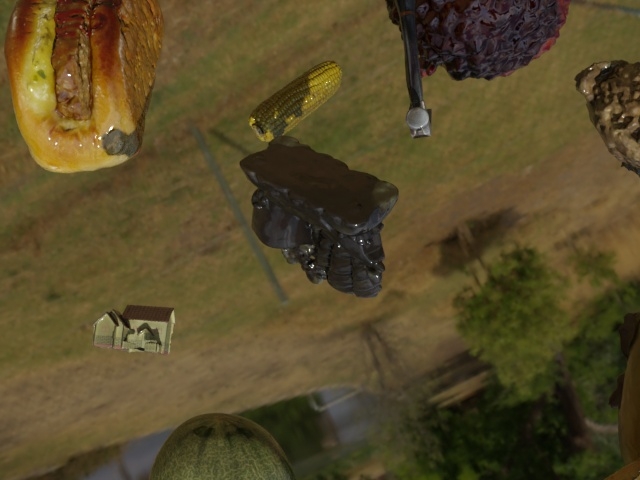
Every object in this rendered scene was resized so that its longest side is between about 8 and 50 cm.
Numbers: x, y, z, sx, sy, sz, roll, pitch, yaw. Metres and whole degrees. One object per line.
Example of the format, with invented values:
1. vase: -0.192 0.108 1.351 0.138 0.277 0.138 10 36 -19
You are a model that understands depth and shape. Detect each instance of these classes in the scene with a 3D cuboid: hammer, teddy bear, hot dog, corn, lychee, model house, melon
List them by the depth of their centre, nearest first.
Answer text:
1. model house: -0.220 0.103 1.146 0.083 0.058 0.057 4 168 11
2. teddy bear: 0.462 -0.115 1.180 0.222 0.246 0.296 -28 138 8
3. hammer: 0.131 -0.289 1.406 0.037 0.290 0.137 -7 174 8
4. melon: -0.146 0.411 1.467 0.237 0.302 0.237 -4 -171 1
5. hot dog: -0.385 -0.313 1.592 0.185 0.405 0.223 -8 138 11
6. corn: -0.043 -0.277 1.909 0.231 0.080 0.080 -39 172 -22
7. lychee: 0.318 -0.520 1.985 0.424 0.424 0.500 -14 147 -41

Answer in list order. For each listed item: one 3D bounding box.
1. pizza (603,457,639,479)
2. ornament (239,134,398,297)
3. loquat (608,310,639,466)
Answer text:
1. pizza: 0.334 0.299 0.904 0.147 0.226 0.069 -59 174 6
2. ornament: 0.000 0.000 1.387 0.106 0.251 0.260 -41 144 -31
3. loquat: 0.486 0.180 1.030 0.328 0.359 0.328 -52 154 -39
